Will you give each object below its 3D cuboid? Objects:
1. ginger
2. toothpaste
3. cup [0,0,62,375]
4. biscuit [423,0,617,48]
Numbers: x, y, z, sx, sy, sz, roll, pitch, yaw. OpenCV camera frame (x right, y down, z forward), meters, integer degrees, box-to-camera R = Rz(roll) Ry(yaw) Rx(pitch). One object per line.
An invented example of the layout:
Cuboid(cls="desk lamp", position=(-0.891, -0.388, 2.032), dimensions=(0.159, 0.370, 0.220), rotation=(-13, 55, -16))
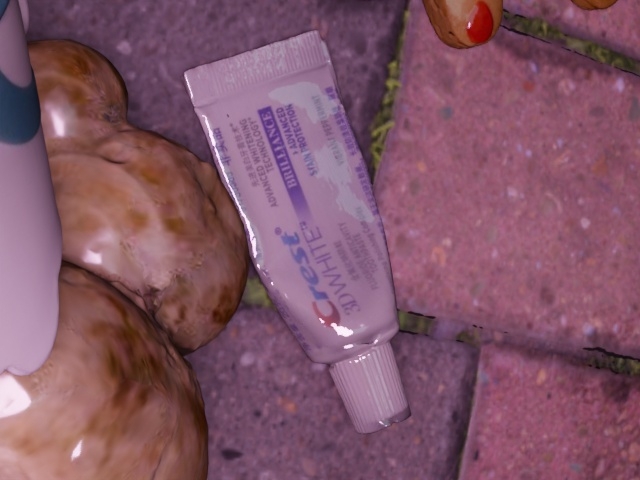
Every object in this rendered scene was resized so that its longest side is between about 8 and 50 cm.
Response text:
Cuboid(cls="ginger", position=(-0.137, 0.033, 0.635), dimensions=(0.244, 0.155, 0.304), rotation=(43, 36, -40))
Cuboid(cls="toothpaste", position=(0.001, 0.000, 0.783), dimensions=(0.099, 0.068, 0.283), rotation=(-25, 98, -53))
Cuboid(cls="cup", position=(-0.248, -0.056, 0.401), dimensions=(0.289, 0.219, 0.258), rotation=(-17, 133, -20))
Cuboid(cls="biscuit", position=(0.120, -0.247, 0.839), dimensions=(0.301, 0.049, 0.197), rotation=(-11, 95, -26))
